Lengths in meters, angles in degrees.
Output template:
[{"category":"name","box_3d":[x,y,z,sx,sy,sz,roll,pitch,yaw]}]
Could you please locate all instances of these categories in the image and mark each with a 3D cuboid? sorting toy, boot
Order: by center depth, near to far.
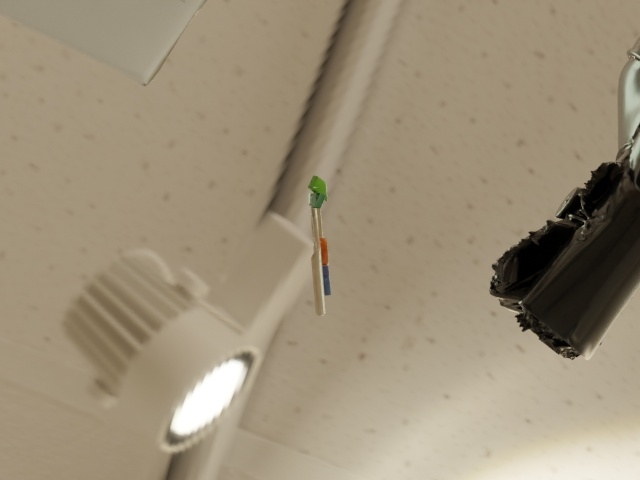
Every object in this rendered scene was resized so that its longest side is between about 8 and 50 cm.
[{"category":"sorting toy","box_3d":[0.000,0.000,1.173,0.012,0.083,0.062,-3,-139,2]},{"category":"boot","box_3d":[0.197,-0.030,1.215,0.094,0.246,0.207,39,-81,-7]}]

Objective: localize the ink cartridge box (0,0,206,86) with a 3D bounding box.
[{"category":"ink cartridge box","box_3d":[-0.253,-0.270,1.241,0.272,0.309,0.130,43,-78,34]}]
